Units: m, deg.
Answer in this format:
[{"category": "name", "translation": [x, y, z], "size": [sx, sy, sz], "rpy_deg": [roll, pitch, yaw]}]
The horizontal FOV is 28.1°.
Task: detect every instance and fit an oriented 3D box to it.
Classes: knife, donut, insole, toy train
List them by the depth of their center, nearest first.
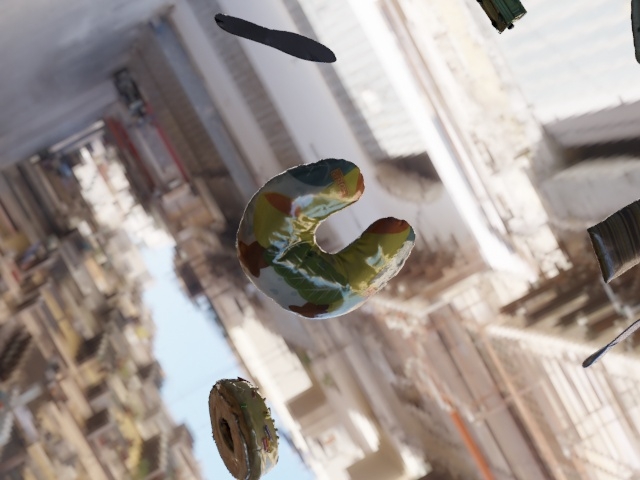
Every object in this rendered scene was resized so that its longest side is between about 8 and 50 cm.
[{"category": "insole", "translation": [-0.059, -0.274, 1.743], "size": [0.004, 0.188, 0.064], "rpy_deg": [-58, -148, 33]}, {"category": "donut", "translation": [-0.117, 0.291, 1.978], "size": [0.068, 0.174, 0.174], "rpy_deg": [-15, -178, -22]}, {"category": "toy train", "translation": [0.289, -0.382, 2.056], "size": [0.056, 0.093, 0.038], "rpy_deg": [-30, 176, -21]}, {"category": "knife", "translation": [0.610, 0.209, 2.635], "size": [0.044, 0.019, 0.313], "rpy_deg": [-16, 161, -18]}]

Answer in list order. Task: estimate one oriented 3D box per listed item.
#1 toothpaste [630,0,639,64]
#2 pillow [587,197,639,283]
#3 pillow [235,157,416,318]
[{"category": "toothpaste", "translation": [0.636, -0.320, 1.792], "size": [0.392, 0.099, 0.061], "rpy_deg": [-7, -177, 11]}, {"category": "pillow", "translation": [0.566, -0.016, 2.289], "size": [0.203, 0.113, 0.038], "rpy_deg": [-28, -164, -22]}, {"category": "pillow", "translation": [0.000, 0.000, 1.725], "size": [0.214, 0.233, 0.086], "rpy_deg": [-40, -154, 3]}]
